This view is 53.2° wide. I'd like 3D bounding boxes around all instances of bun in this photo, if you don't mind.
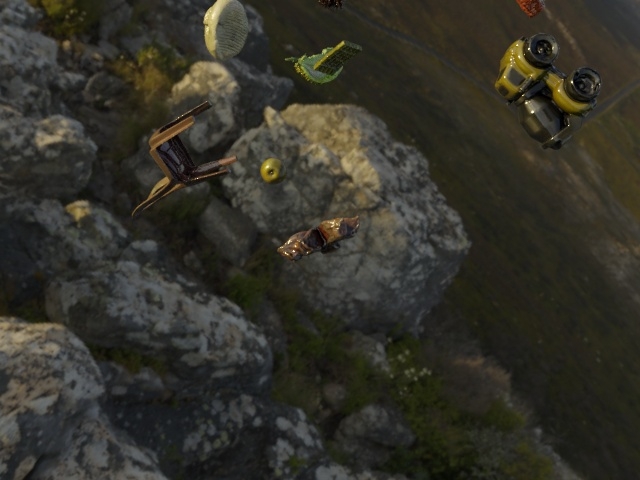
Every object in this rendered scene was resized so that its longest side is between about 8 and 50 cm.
[{"bbox_3d":[-0.370,-0.810,2.438,0.116,0.237,0.210,28,28,23],"label":"bun"}]

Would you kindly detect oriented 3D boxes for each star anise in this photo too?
[{"bbox_3d":[0.006,-0.003,1.871,0.214,0.220,0.099,-30,96,-52],"label":"star anise"}]

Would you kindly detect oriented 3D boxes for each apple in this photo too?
[{"bbox_3d":[-0.158,-0.232,2.154,0.089,0.089,0.074,38,18,-10],"label":"apple"}]

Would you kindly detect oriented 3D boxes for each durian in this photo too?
[{"bbox_3d":[-0.011,-0.504,1.815,0.215,0.100,0.086,-25,54,-29],"label":"durian"}]

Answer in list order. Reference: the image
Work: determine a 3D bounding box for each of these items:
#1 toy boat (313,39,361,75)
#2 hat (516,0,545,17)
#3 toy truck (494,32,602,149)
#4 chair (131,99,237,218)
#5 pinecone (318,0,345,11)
[{"bbox_3d":[0.041,-0.437,1.534,0.063,0.115,0.016,6,66,-38],"label":"toy boat"},{"bbox_3d":[0.445,-0.542,1.269,0.112,0.162,0.093,51,23,14],"label":"hat"},{"bbox_3d":[0.463,-0.312,1.355,0.224,0.165,0.147,42,-7,1],"label":"toy truck"},{"bbox_3d":[-0.408,-0.211,1.729,0.183,0.326,0.176,60,18,-22],"label":"chair"},{"bbox_3d":[0.035,-0.710,1.870,0.083,0.077,0.077,2,35,12],"label":"pinecone"}]
